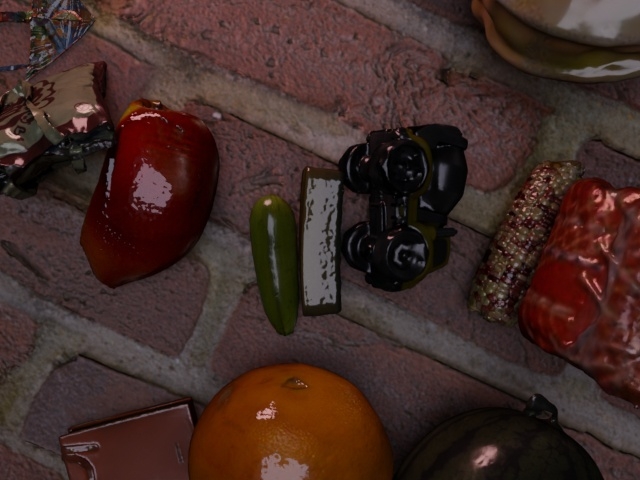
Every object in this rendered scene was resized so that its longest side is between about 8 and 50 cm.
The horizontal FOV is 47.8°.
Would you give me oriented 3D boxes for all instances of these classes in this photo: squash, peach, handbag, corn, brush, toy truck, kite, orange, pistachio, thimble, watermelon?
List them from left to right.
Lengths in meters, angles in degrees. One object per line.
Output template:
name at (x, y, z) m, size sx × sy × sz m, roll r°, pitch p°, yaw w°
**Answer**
kite at (-0.401, -0.317, 1.029) m, size 0.160 × 0.010 × 0.183 m, roll 3°, pitch 92°, yaw 0°
handbag at (-0.364, -0.140, 0.943) m, size 0.213 × 0.235 × 0.127 m, roll -28°, pitch 126°, yaw -1°
handbag at (-0.262, 0.309, 1.025) m, size 0.190 × 0.063 × 0.127 m, roll -13°, pitch 92°, yaw -2°
peach at (-0.228, -0.049, 0.966) m, size 0.159 × 0.154 × 0.267 m, roll 23°, pitch 91°, yaw -2°
squash at (-0.060, 0.035, 1.014) m, size 0.066 × 0.066 × 0.201 m, roll -7°, pitch 98°, yaw 0°
orange at (-0.039, 0.280, 0.924) m, size 0.261 × 0.261 × 0.261 m, roll 0°, pitch 92°, yaw 0°
brush at (0.000, 0.000, 0.982) m, size 0.059 × 0.123 × 0.197 m, roll 0°, pitch 93°, yaw -4°
toy truck at (0.125, -0.046, 0.981) m, size 0.165 × 0.147 × 0.224 m, roll -3°, pitch 95°, yaw -22°
watermelon at (0.219, 0.367, 0.915) m, size 0.279 × 0.279 × 0.359 m, roll 29°, pitch 88°, yaw -1°
corn at (0.285, -0.002, 1.000) m, size 0.086 × 0.086 × 0.253 m, roll 26°, pitch 92°, yaw -1°
pistachio at (0.381, -0.386, 0.892) m, size 0.445 × 0.281 × 0.365 m, roll -39°, pitch 64°, yaw -6°
thimble at (0.437, 0.080, 0.879) m, size 0.350 × 0.350 × 0.230 m, roll 20°, pitch 95°, yaw 0°
